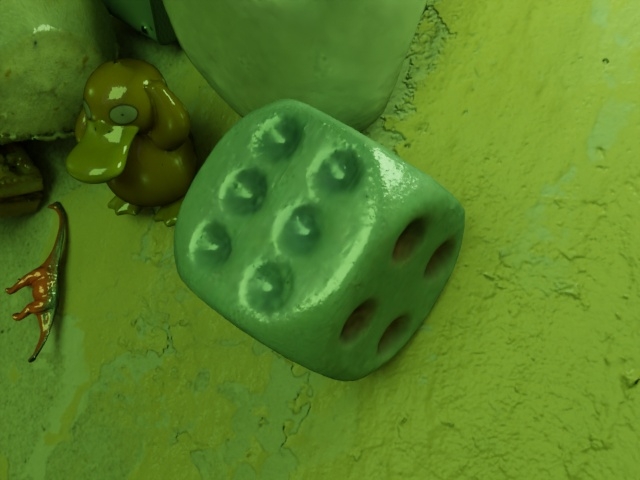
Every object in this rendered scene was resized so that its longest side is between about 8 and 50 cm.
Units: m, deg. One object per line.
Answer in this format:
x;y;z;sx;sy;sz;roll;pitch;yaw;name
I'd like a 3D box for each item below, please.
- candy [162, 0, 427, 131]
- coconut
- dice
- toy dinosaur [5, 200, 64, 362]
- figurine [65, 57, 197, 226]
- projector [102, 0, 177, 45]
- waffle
-0.047;-0.359;1.157;0.427;0.186;0.386;37;101;7;candy
-0.518;-0.319;1.344;0.360;0.346;0.346;43;98;27;coconut
0.000;0.000;1.053;0.265;0.262;0.268;34;94;29;dice
-0.463;0.067;1.385;0.101;0.055;0.279;-15;70;13;toy dinosaur
-0.271;-0.145;1.248;0.215;0.228;0.215;-9;65;19;figurine
-0.300;-0.458;1.323;0.198;0.250;0.108;35;56;28;projector
-0.639;-0.159;1.434;0.327;0.224;0.098;45;131;28;waffle
